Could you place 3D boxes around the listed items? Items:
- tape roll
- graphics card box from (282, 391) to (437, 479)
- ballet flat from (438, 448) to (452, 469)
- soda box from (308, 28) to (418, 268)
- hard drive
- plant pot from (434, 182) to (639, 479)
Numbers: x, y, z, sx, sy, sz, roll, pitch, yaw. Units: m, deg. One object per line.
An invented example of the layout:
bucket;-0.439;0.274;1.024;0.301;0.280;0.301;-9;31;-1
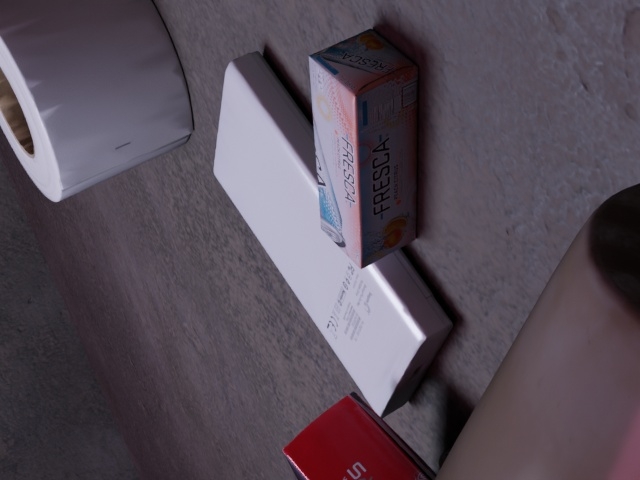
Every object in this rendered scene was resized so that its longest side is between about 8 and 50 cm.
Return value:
tape roll;-0.279;-0.186;1.348;0.246;0.169;0.246;50;155;33
graphics card box;0.105;0.331;1.090;0.233;0.094;0.371;43;163;41
ballet flat;0.140;0.241;1.066;0.041;0.041;0.114;15;129;63
soda box;0.035;-0.067;0.913;0.063;0.058;0.183;46;153;37
hard drive;0.000;0.000;1.098;0.307;0.040;0.203;56;158;19
plant pot;0.183;0.136;0.527;0.323;0.323;0.280;41;134;44
